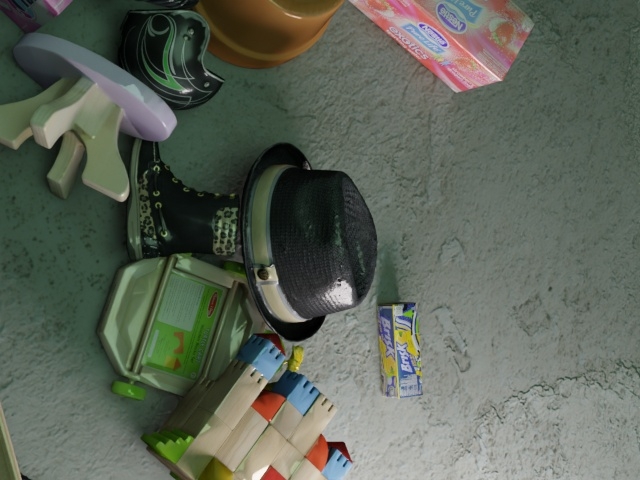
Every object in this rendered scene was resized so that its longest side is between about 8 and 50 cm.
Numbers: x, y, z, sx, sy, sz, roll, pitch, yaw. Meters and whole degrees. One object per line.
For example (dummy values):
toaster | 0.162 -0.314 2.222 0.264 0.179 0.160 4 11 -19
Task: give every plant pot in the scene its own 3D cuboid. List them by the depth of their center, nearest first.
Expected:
plant pot | -0.075 -0.444 2.046 0.291 0.203 0.290 1 88 -28

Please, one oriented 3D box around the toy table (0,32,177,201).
toy table | -0.375 -0.180 1.868 0.274 0.252 0.160 22 67 17

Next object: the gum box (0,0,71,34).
gum box | -0.437 -0.383 1.860 0.107 0.188 0.062 46 69 -19

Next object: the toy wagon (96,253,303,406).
toy wagon | -0.191 0.158 2.031 0.344 0.068 0.267 23 77 -26

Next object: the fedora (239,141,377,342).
fedora | 0.000 0.000 2.021 0.334 0.153 0.333 12 76 -63

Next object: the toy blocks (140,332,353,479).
toy blocks | -0.088 0.320 1.981 0.261 0.191 0.381 -53 123 -19

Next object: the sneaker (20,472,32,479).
sneaker | -0.434 0.455 1.877 0.319 0.112 0.131 38 86 -15

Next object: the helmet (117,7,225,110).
helmet | -0.239 -0.289 1.978 0.170 0.169 0.161 -7 103 -28

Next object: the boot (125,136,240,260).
boot | -0.217 -0.079 1.972 0.179 0.085 0.236 2 72 -2

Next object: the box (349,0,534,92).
box | 0.215 -0.418 2.225 0.300 0.154 0.142 37 71 -22

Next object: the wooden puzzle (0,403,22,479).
wooden puzzle | -0.593 0.334 1.743 0.322 0.080 0.347 -15 99 -9

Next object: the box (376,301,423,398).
box | 0.142 0.195 2.207 0.054 0.059 0.168 -2 88 -29

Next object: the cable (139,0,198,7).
cable | -0.268 -0.406 1.957 0.151 0.184 0.047 -4 114 -40
